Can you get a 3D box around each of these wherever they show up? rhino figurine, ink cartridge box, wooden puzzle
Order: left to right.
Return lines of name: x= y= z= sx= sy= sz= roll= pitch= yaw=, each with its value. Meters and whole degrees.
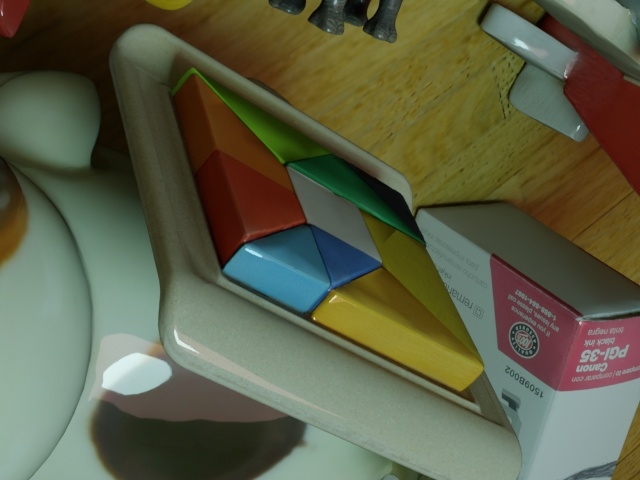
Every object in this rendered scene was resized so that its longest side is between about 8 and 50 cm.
wooden puzzle: x=0.000 y=0.000 z=0.689 sx=0.221 sy=0.238 sz=0.044 roll=29 pitch=119 yaw=-33
rhino figurine: x=0.008 y=-0.192 z=0.872 sx=0.243 sy=0.073 sz=0.106 roll=-12 pitch=125 yaw=-66
ink cartridge box: x=0.151 y=0.137 z=1.158 sx=0.117 sy=0.207 sz=0.283 roll=-5 pitch=119 yaw=-38

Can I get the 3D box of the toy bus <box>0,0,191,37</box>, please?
toy bus: x=-0.092 y=-0.184 z=0.760 sx=0.104 sy=0.191 sz=0.202 roll=30 pitch=51 yaw=-48

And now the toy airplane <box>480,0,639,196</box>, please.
toy airplane: x=0.306 y=-0.103 z=1.022 sx=0.272 sy=0.384 sz=0.386 roll=-44 pitch=-175 yaw=22

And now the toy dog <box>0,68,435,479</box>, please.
toy dog: x=-0.149 y=0.065 z=0.733 sx=0.408 sy=0.395 sz=0.284 roll=9 pitch=119 yaw=-53
